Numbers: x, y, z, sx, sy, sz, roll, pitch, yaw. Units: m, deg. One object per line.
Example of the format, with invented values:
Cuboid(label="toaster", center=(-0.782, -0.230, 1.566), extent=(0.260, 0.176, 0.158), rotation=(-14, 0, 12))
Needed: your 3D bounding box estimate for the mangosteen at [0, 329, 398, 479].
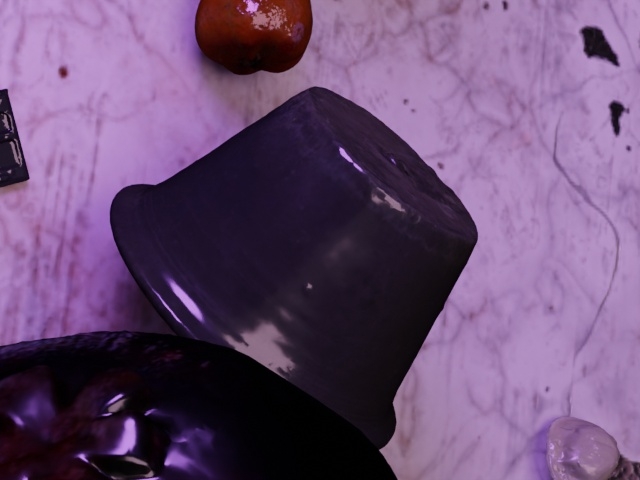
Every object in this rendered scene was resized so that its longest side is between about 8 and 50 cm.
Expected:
Cuboid(label="mangosteen", center=(-0.119, 0.259, 1.052), extent=(0.382, 0.382, 0.435), rotation=(-31, 136, -29))

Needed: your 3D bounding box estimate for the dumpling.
Cuboid(label="dumpling", center=(0.194, 0.159, 1.464), extent=(0.059, 0.043, 0.077), rotation=(46, 66, 4))

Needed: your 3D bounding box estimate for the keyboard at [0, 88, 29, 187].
Cuboid(label="keyboard", center=(-0.277, -0.046, 1.211), extent=(0.198, 0.010, 0.063), rotation=(-16, 96, -31))

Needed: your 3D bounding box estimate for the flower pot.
Cuboid(label="flower pot", center=(0.000, 0.000, 1.224), extent=(0.235, 0.235, 0.148), rotation=(34, 107, -24))

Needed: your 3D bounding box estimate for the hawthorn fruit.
Cuboid(label="hawthorn fruit", center=(-0.045, -0.162, 1.324), extent=(0.081, 0.081, 0.093), rotation=(12, 71, -30))
